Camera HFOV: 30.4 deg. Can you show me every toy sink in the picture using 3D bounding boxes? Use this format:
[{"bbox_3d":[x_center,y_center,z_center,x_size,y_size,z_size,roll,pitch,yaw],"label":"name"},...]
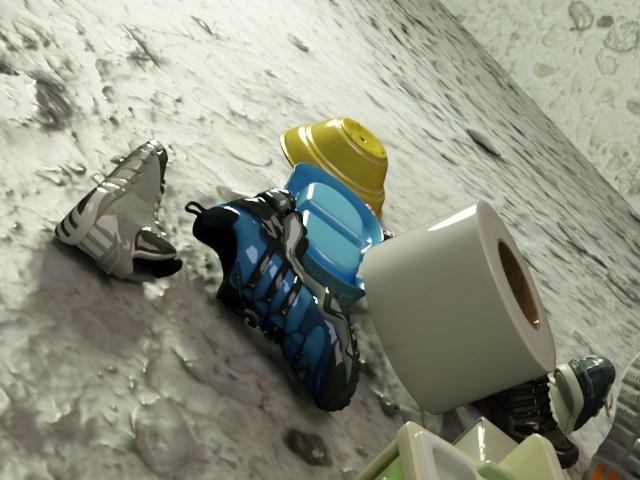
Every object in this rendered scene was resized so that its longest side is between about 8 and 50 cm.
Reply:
[{"bbox_3d":[0.103,0.273,1.090,0.131,0.234,0.153,33,24,-22],"label":"toy sink"}]

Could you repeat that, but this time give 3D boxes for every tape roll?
[{"bbox_3d":[0.185,0.088,1.551,0.246,0.169,0.246,52,24,-34],"label":"tape roll"}]

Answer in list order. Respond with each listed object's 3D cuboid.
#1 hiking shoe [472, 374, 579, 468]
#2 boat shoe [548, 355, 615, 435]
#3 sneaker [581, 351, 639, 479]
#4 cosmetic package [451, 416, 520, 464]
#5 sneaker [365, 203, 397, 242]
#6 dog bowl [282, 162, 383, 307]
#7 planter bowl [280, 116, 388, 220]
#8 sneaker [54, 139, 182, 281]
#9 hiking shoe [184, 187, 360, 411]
[{"bbox_3d":[0.291,0.221,1.656,0.227,0.114,0.086,44,22,4],"label":"hiking shoe"},{"bbox_3d":[0.382,0.220,1.725,0.254,0.079,0.095,71,0,-66],"label":"boat shoe"},{"bbox_3d":[0.499,0.270,1.673,0.180,0.321,0.124,24,9,-41],"label":"sneaker"},{"bbox_3d":[0.237,0.353,1.278,0.296,0.153,0.129,38,21,-8],"label":"cosmetic package"},{"bbox_3d":[0.078,-0.005,1.826,0.057,0.047,0.119,-14,54,-47],"label":"sneaker"},{"bbox_3d":[0.000,0.000,1.636,0.166,0.074,0.297,37,23,-13],"label":"dog bowl"},{"bbox_3d":[0.046,-0.139,1.946,0.217,0.090,0.217,35,22,-17],"label":"planter bowl"},{"bbox_3d":[-0.202,-0.020,1.344,0.132,0.086,0.228,44,32,-8],"label":"sneaker"},{"bbox_3d":[-0.058,0.078,1.398,0.132,0.113,0.304,-10,56,-26],"label":"hiking shoe"}]
